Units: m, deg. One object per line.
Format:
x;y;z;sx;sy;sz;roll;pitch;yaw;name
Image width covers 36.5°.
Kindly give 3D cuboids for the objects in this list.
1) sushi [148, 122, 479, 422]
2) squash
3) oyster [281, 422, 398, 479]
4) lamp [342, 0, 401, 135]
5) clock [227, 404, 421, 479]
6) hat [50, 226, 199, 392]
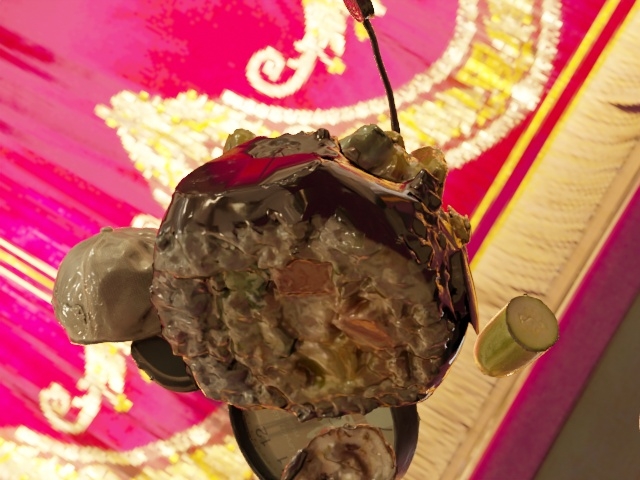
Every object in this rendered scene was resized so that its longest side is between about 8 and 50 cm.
0.000;0.000;1.046;0.329;0.328;0.285;61;-148;-35;sushi
0.363;0.201;1.860;0.123;0.123;0.187;-52;-4;-42;squash
-0.028;0.367;1.349;0.345;0.128;0.078;-47;16;22;oyster
0.079;-0.210;1.499;0.108;0.130;0.371;-28;-55;-7;lamp
-0.004;0.321;1.797;0.076;0.386;0.386;-19;-39;-58;clock
-0.192;0.075;1.211;0.232;0.275;0.161;-110;39;-71;hat
